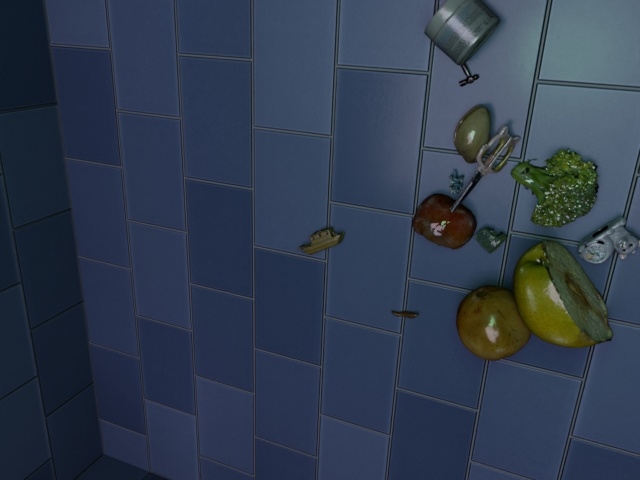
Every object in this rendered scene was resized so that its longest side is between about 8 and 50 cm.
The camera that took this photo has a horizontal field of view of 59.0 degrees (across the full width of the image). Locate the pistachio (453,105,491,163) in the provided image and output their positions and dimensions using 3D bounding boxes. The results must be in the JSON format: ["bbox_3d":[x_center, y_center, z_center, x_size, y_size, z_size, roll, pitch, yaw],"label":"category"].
[{"bbox_3d":[0.494,-0.341,1.823,0.124,0.124,0.185,23,112,15],"label":"pistachio"}]

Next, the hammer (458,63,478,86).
[{"bbox_3d":[0.441,-0.581,1.809,0.065,0.021,0.178,-25,97,31],"label":"hammer"}]

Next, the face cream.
[{"bbox_3d":[0.427,-0.640,1.701,0.153,0.177,0.177,45,121,3],"label":"face cream"}]

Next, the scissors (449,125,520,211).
[{"bbox_3d":[0.518,-0.220,1.829,0.317,0.160,0.024,-54,46,15],"label":"scissors"}]

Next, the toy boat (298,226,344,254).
[{"bbox_3d":[0.000,0.000,2.210,0.200,0.057,0.077,-21,94,30],"label":"toy boat"}]

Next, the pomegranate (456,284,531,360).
[{"bbox_3d":[0.594,0.288,1.935,0.264,0.264,0.264,9,112,21],"label":"pomegranate"}]

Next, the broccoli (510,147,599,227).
[{"bbox_3d":[0.718,-0.157,1.751,0.273,0.180,0.242,27,119,13],"label":"broccoli"}]

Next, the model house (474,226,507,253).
[{"bbox_3d":[0.584,-0.010,1.946,0.083,0.066,0.078,50,133,21],"label":"model house"}]

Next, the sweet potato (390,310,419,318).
[{"bbox_3d":[0.327,0.287,2.189,0.115,0.026,0.026,0,109,30],"label":"sweet potato"}]

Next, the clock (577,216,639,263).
[{"bbox_3d":[0.913,0.020,1.788,0.176,0.080,0.117,-39,91,29],"label":"clock"}]

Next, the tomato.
[{"bbox_3d":[0.419,-0.052,1.948,0.214,0.155,0.180,24,113,16],"label":"tomato"}]

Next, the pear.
[{"bbox_3d":[0.735,0.190,1.797,0.191,0.340,0.386,-31,117,36],"label":"pear"}]

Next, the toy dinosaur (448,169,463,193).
[{"bbox_3d":[0.463,-0.200,1.938,0.047,0.030,0.083,10,112,19],"label":"toy dinosaur"}]
